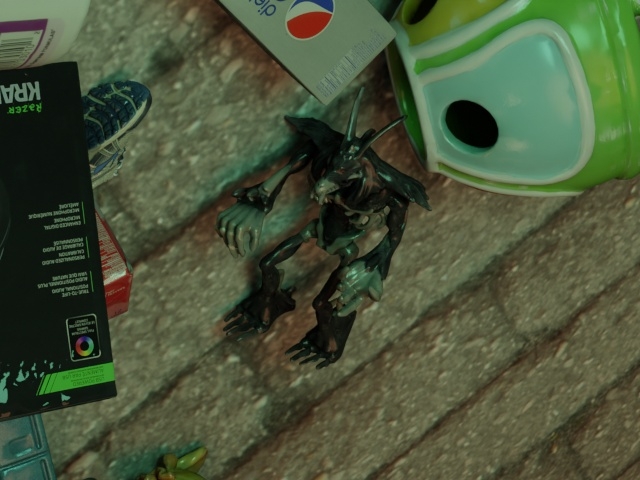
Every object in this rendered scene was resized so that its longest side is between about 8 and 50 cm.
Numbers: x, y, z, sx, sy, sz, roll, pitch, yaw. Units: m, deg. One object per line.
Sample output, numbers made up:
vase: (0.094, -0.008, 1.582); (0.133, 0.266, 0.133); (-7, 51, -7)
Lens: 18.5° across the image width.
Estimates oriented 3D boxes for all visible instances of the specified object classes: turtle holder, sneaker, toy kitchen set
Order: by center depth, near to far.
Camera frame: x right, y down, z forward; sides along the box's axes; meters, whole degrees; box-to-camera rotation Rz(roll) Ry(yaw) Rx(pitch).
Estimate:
sneaker: (-0.188, -0.080, 1.652); (0.135, 0.052, 0.058); (-43, 150, 12)
toy kitchen set: (-0.313, 0.212, 1.679); (0.207, 0.166, 0.122); (-19, 107, -25)
turtle holder: (0.177, -0.177, 1.707); (0.227, 0.243, 0.320); (-17, 145, -4)

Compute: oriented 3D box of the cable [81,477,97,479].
cable: (-0.246, 0.318, 1.864); (0.139, 0.072, 0.287); (-17, 155, -46)

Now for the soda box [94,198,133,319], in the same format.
soda box: (-0.291, 0.062, 1.638); (0.263, 0.083, 0.092); (-24, 162, -19)

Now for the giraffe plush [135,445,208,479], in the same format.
giraffe plush: (-0.134, 0.301, 1.950); (0.210, 0.181, 0.170); (7, 113, -7)

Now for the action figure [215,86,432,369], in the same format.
action figure: (0.000, 0.000, 1.777); (0.141, 0.164, 0.276); (-47, 161, -47)

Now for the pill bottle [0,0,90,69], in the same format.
pill bottle: (-0.324, -0.192, 1.353); (0.301, 0.169, 0.169); (-9, 129, -33)

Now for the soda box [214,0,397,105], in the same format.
soda box: (-0.058, -0.230, 1.581); (0.091, 0.098, 0.286); (-46, 139, 2)

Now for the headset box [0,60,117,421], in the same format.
headset box: (-0.302, 0.018, 1.480); (0.246, 0.131, 0.283); (-9, 96, -32)
